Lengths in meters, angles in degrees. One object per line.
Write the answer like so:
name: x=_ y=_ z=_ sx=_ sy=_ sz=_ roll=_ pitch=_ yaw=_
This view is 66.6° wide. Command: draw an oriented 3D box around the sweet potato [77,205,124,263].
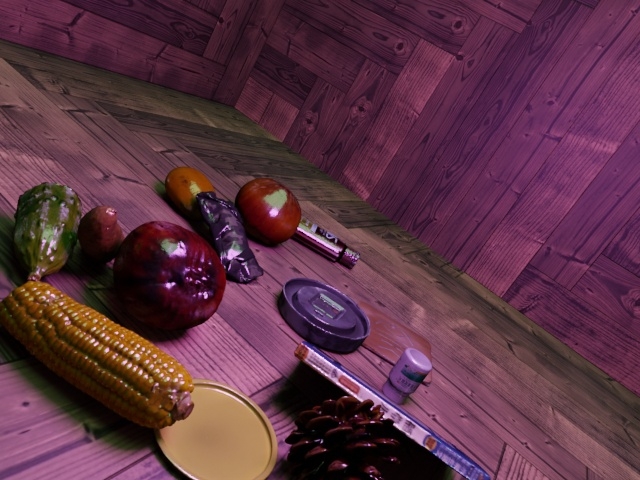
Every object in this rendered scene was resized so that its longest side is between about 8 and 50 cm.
sweet potato: x=-0.476 y=-0.005 z=1.070 sx=0.092 sy=0.114 sz=0.341 roll=8 pitch=-5 yaw=-22

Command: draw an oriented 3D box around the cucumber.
cucumber: x=-0.556 y=-0.004 z=0.983 sx=0.134 sy=0.134 sz=0.244 roll=19 pitch=30 yaw=-32

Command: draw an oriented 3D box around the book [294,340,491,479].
book: x=0.136 y=0.354 z=1.049 sx=0.428 sy=0.039 sz=0.300 roll=34 pitch=-9 yaw=10

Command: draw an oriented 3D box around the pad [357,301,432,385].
pad: x=0.226 y=0.311 z=1.536 sx=0.286 sy=0.018 sz=0.284 roll=32 pitch=19 yaw=2

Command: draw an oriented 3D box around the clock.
clock: x=0.011 y=0.207 z=1.387 sx=0.280 sy=0.055 sz=0.281 roll=25 pitch=20 yaw=-9

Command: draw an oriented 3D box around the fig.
fig: x=-0.323 y=0.067 z=1.018 sx=0.224 sy=0.224 sz=0.263 roll=7 pitch=30 yaw=-51

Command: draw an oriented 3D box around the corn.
corn: x=-0.361 y=0.182 z=0.789 sx=0.363 sy=0.120 sz=0.120 roll=29 pitch=18 yaw=11

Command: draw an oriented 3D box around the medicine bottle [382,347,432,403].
medicine bottle: x=0.219 y=0.348 z=1.249 sx=0.080 sy=0.130 sz=0.080 roll=28 pitch=17 yaw=-9

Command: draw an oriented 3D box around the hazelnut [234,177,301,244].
hazelnut: x=-0.188 y=-0.109 z=1.687 sx=0.251 sy=0.217 sz=0.217 roll=43 pitch=22 yaw=31

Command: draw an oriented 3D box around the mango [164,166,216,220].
mango: x=-0.412 y=-0.150 z=1.579 sx=0.151 sy=0.120 sz=0.221 roll=-8 pitch=49 yaw=-51

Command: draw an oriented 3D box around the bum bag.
bum bag: x=-0.271 y=-0.013 z=1.446 sx=0.144 sy=0.095 sz=0.340 roll=16 pitch=38 yaw=-48

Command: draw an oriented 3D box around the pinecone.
pinecone: x=0.042 y=0.371 z=0.829 sx=0.207 sy=0.208 sz=0.208 roll=28 pitch=18 yaw=-10

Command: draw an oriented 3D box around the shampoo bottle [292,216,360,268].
shampoo bottle: x=0.000 y=0.000 z=1.890 sx=0.323 sy=0.084 sz=0.129 roll=30 pitch=21 yaw=-3

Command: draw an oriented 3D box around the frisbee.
frisbee: x=-0.181 y=0.331 z=0.847 sx=0.236 sy=0.017 sz=0.236 roll=28 pitch=19 yaw=-10
